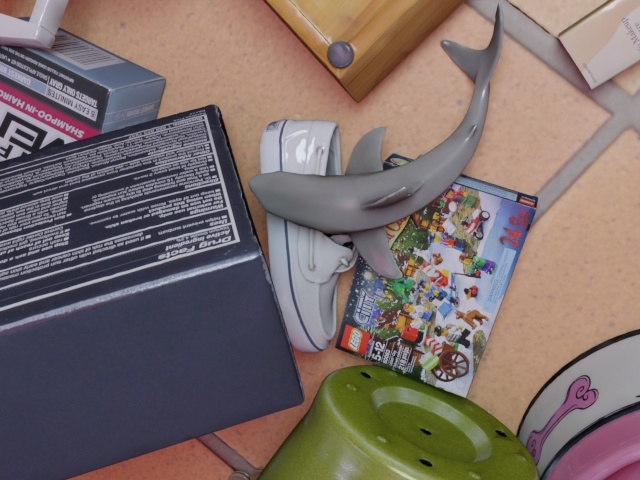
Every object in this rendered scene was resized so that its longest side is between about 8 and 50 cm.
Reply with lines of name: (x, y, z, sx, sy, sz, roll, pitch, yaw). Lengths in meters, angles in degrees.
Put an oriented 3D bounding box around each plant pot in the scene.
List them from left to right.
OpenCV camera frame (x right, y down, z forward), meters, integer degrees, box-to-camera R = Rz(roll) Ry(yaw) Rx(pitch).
plant pot: (0.055, 0.342, 0.733, 0.366, 0.366, 0.353, 23, 103, 10)

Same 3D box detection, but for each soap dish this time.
soap dish: (0.050, -0.298, 0.601, 0.229, 0.118, 0.291, 48, 117, -2)

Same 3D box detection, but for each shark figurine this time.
shark figurine: (0.085, -0.071, 0.629, 0.278, 0.116, 0.166, -36, 89, 5)

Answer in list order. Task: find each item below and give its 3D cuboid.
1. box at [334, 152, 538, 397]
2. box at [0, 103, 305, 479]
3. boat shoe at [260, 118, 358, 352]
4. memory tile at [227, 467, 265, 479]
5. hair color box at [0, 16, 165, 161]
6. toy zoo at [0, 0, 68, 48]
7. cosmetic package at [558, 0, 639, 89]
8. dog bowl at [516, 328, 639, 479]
box: (0.119, 0.040, 0.743, 0.159, 0.044, 0.233, 18, 114, 12)
box: (-0.198, 0.041, 0.641, 0.296, 0.294, 0.183, -16, 125, -5)
boat shoe: (0.000, 0.000, 0.749, 0.088, 0.096, 0.268, -1, 103, 20)
memory tile: (-0.057, 0.378, 0.952, 0.113, 0.012, 0.148, -18, 102, 24)
hair color box: (-0.337, -0.055, 0.834, 0.185, 0.113, 0.374, 27, 117, 9)
toy zoo: (-0.329, -0.320, 0.706, 0.192, 0.030, 0.293, 20, 88, 13)
cosmetic package: (0.275, -0.191, 0.602, 0.115, 0.041, 0.060, -34, 96, 27)
dog bowl: (0.396, 0.293, 0.680, 0.407, 0.150, 0.408, 7, 111, 17)
